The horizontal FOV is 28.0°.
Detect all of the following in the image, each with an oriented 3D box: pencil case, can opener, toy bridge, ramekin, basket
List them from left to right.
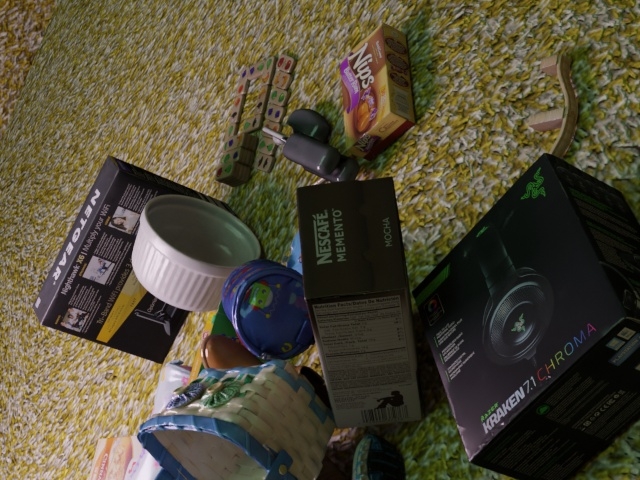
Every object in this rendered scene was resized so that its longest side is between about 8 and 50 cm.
[{"bbox_3d":[-0.232,0.330,2.023,0.124,0.113,0.273,18,85,27],"label":"pencil case"},{"bbox_3d":[-0.212,0.025,2.115,0.109,0.207,0.207,-63,29,26],"label":"ramekin"},{"bbox_3d":[-0.132,0.297,1.627,0.255,0.201,0.289,-13,41,45],"label":"basket"},{"bbox_3d":[-0.068,0.092,1.786,0.119,0.133,0.306,-54,7,-2],"label":"pencil case"},{"bbox_3d":[-0.010,-0.157,2.014,0.095,0.076,0.283,-60,25,0],"label":"can opener"},{"bbox_3d":[0.290,-0.150,1.599,0.063,0.026,0.188,-9,63,53],"label":"toy bridge"}]

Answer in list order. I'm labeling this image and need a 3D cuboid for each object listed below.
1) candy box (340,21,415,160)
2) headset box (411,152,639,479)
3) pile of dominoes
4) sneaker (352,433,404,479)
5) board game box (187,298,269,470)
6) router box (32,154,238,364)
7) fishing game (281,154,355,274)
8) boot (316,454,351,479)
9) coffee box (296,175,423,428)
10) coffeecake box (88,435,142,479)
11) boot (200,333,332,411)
[{"bbox_3d":[0.085,-0.226,1.949,0.109,0.053,0.186,-39,42,40],"label":"candy box"},{"bbox_3d":[0.248,0.080,1.410,0.246,0.131,0.283,-49,34,28],"label":"headset box"},{"bbox_3d":[-0.128,-0.222,2.297,0.196,0.040,0.251,-14,60,54],"label":"pile of dominoes"},{"bbox_3d":[0.058,0.337,1.609,0.083,0.071,0.190,-41,38,46],"label":"sneaker"},{"bbox_3d":[-0.140,0.226,1.938,0.039,0.124,0.259,3,73,59],"label":"board game box"},{"bbox_3d":[-0.322,0.038,2.235,0.309,0.243,0.081,-61,31,10],"label":"router box"},{"bbox_3d":[0.000,0.000,1.950,0.189,0.041,0.264,-34,43,39],"label":"fishing game"},{"bbox_3d":[-0.079,0.401,1.740,0.220,0.109,0.283,19,86,59],"label":"boot"},{"bbox_3d":[0.052,0.081,1.567,0.297,0.119,0.168,78,-173,-52],"label":"coffee box"},{"bbox_3d":[-0.322,0.407,2.165,0.185,0.068,0.142,-16,57,53],"label":"coffeecake box"},{"bbox_3d":[-0.067,0.191,1.793,0.073,0.197,0.152,-54,14,-29],"label":"boot"}]
